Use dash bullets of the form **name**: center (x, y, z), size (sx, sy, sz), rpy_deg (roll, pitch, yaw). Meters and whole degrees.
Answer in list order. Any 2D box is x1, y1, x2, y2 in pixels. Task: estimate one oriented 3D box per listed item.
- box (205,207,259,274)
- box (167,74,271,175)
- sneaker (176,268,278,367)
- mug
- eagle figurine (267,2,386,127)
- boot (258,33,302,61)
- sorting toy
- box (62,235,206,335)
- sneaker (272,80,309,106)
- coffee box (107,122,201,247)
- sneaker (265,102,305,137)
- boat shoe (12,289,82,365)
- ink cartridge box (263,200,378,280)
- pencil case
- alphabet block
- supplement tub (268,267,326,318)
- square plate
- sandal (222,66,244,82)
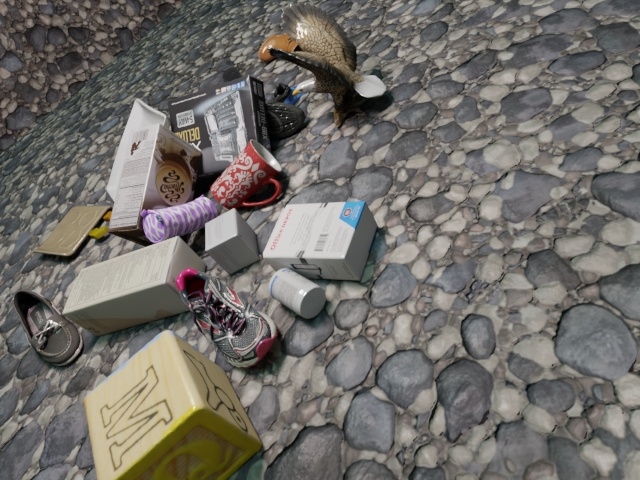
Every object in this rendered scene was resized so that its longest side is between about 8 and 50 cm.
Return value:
- **box**: center (-0.210, 0.002, 1.124), size (0.087, 0.102, 0.101), rpy_deg (-27, 42, 11)
- **box**: center (-0.298, -0.318, 1.388), size (0.307, 0.076, 0.243), rpy_deg (-6, 90, 27)
- **sneaker**: center (-0.206, 0.156, 0.976), size (0.299, 0.112, 0.121), rpy_deg (24, 68, 43)
- **mug**: center (-0.193, -0.154, 1.236), size (0.169, 0.113, 0.150), rpy_deg (-41, 53, 14)
- **eagle figurine**: center (0.009, -0.454, 1.252), size (0.225, 0.298, 0.226), rpy_deg (-40, 43, -7)
- **boot**: center (-0.127, -0.706, 1.736), size (0.197, 0.073, 0.152), rpy_deg (-37, 46, 1)
- **sorting toy**: center (-0.787, -0.030, 1.565), size (0.307, 0.041, 0.229), rpy_deg (3, 50, 34)
- **box**: center (-0.449, 0.116, 1.155), size (0.310, 0.121, 0.148), rpy_deg (-16, 46, 20)
- **sneaker**: center (-0.093, -0.470, 1.488), size (0.058, 0.085, 0.152), rpy_deg (19, 64, 41)
- **coffee box**: center (-0.441, -0.137, 1.283), size (0.118, 0.168, 0.298), rpy_deg (-5, 70, 28)
- **sneaker**: center (-0.173, -0.377, 1.447), size (0.286, 0.109, 0.130), rpy_deg (1, 35, 24)
- **boat shoe**: center (-0.740, 0.225, 1.257), size (0.335, 0.096, 0.112), rpy_deg (23, 67, 43)
- **ink cartridge box**: center (0.000, 0.000, 1.006), size (0.203, 0.086, 0.148), rpy_deg (0, 53, 33)
- **pencil case**: center (-0.358, -0.056, 1.210), size (0.086, 0.206, 0.088), rpy_deg (-44, 80, 31)
- **alphabet block**: center (-0.252, 0.311, 0.809), size (0.193, 0.192, 0.197), rpy_deg (-42, 42, -5)
- **supplement tub**: center (-0.049, 0.105, 0.954), size (0.107, 0.071, 0.071), rpy_deg (26, 69, 44)
- **square plate**: center (-0.595, -0.268, 1.549), size (0.344, 0.049, 0.348), rpy_deg (34, 106, 48)
- **sandal**: center (-0.308, -0.595, 1.777), size (0.067, 0.040, 0.179), rpy_deg (-45, 58, -4)
